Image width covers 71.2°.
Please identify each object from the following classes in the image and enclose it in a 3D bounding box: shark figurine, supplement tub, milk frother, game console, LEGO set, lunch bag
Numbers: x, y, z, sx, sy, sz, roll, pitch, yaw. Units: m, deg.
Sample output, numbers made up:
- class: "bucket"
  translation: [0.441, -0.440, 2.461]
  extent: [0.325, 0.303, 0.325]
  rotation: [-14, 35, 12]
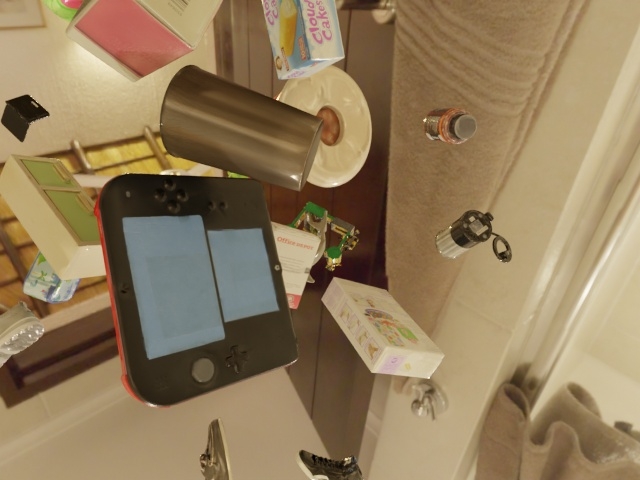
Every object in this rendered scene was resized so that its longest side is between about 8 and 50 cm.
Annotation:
- class: "shark figurine"
  translation: [-0.025, 0.035, 1.645]
  extent: [0.166, 0.116, 0.278]
  rotation: [43, -117, -4]
- class: "supplement tub"
  translation: [0.396, -0.349, 1.363]
  extent: [0.106, 0.106, 0.198]
  rotation: [-2, -164, -9]
- class: "milk frother"
  translation: [0.383, 0.010, 1.114]
  extent: [0.129, 0.135, 0.143]
  rotation: [-13, -106, -17]
- class: "game console"
  translation: [-0.917, -0.381, 1.389]
  extent: [0.122, 0.071, 0.107]
  rotation: [39, -127, 14]
- class: "LEGO set"
  translation: [0.000, 0.000, 1.985]
  extent: [0.331, 0.192, 0.255]
  rotation: [20, -119, 11]
- class: "lunch bag"
  translation: [-0.681, 0.056, 1.194]
  extent: [0.090, 0.176, 0.219]
  rotation: [23, -104, -10]
- class: "game console"
  translation: [-0.204, 0.068, 0.807]
  extent: [0.342, 0.387, 0.060]
  rotation: [-6, 170, -41]

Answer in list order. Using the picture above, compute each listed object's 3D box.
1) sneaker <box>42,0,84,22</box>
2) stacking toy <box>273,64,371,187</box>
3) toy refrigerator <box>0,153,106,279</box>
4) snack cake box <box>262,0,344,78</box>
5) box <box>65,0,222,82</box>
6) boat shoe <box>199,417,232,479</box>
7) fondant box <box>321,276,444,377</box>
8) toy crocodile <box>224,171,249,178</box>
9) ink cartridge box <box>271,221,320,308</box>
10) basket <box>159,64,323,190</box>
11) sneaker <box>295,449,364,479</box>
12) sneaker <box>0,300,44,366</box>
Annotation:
- class: "sneaker"
  translation: [-0.363, -0.631, 0.822]
  extent: [0.202, 0.483, 0.185]
  rotation: [46, 178, -6]
- class: "stacking toy"
  translation: [-0.107, -0.345, 1.443]
  extent: [0.350, 0.351, 0.480]
  rotation: [-25, -160, -37]
- class: "toy refrigerator"
  translation: [-0.506, -0.053, 0.872]
  extent: [0.269, 0.094, 0.102]
  rotation: [44, -159, 20]
- class: "snack cake box"
  translation: [-0.048, -0.494, 0.939]
  extent: [0.089, 0.264, 0.152]
  rotation: [-18, -169, -31]
- class: "box"
  translation: [-0.263, -0.357, 0.678]
  extent: [0.232, 0.127, 0.149]
  rotation: [5, -112, 48]
- class: "boat shoe"
  translation: [-0.273, 0.631, 1.140]
  extent: [0.095, 0.335, 0.112]
  rotation: [-7, 180, -18]
- class: "fondant box"
  translation: [0.178, 0.257, 1.346]
  extent: [0.238, 0.096, 0.330]
  rotation: [17, -161, -34]
- class: "toy crocodile"
  translation: [-0.333, -0.229, 1.751]
  extent: [0.105, 0.115, 0.341]
  rotation: [39, -124, -16]
- class: "ink cartridge box"
  translation: [-0.114, 0.067, 1.265]
  extent: [0.158, 0.218, 0.092]
  rotation: [15, -171, -35]
- class: "basket"
  translation: [-0.120, -0.179, 0.756]
  extent: [0.226, 0.154, 0.204]
  rotation: [19, -179, 1]
- class: "sneaker"
  translation: [0.038, 0.661, 1.318]
  extent: [0.217, 0.121, 0.079]
  rotation: [44, -176, -10]
- class: "sneaker"
  translation: [-0.855, 0.268, 1.142]
  extent: [0.281, 0.105, 0.115]
  rotation: [-33, -119, -17]
